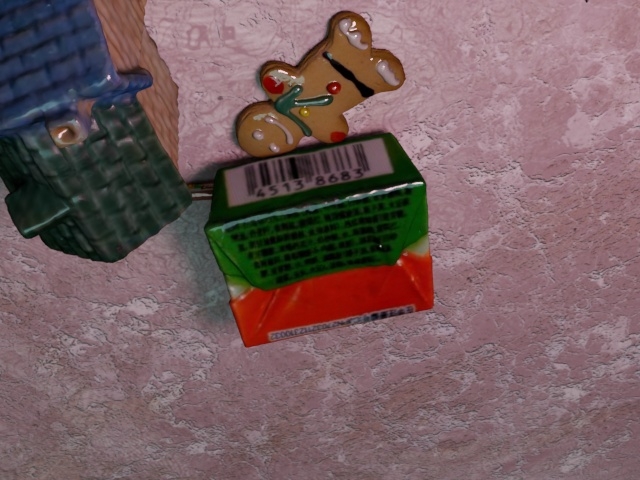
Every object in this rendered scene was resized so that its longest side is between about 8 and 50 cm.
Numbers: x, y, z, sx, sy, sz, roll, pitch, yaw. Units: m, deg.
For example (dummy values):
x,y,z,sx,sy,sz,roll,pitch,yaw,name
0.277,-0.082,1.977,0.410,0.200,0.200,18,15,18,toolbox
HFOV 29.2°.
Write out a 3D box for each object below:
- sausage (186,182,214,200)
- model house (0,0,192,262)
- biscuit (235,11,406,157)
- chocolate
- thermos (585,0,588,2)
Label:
x,y,z,sx,sy,sz,roll,pitch,yaw,name
-0.217,-0.082,2.087,0.223,0.029,0.029,-4,134,-6,sausage
-0.406,-0.187,1.706,0.395,0.400,0.445,-20,134,7,model house
-0.011,-0.227,1.971,0.301,0.049,0.197,-33,128,23,biscuit
0.000,0.000,2.086,0.360,0.161,0.341,-12,139,-2,chocolate
0.489,-0.457,1.768,0.286,0.145,0.182,-11,104,3,thermos
